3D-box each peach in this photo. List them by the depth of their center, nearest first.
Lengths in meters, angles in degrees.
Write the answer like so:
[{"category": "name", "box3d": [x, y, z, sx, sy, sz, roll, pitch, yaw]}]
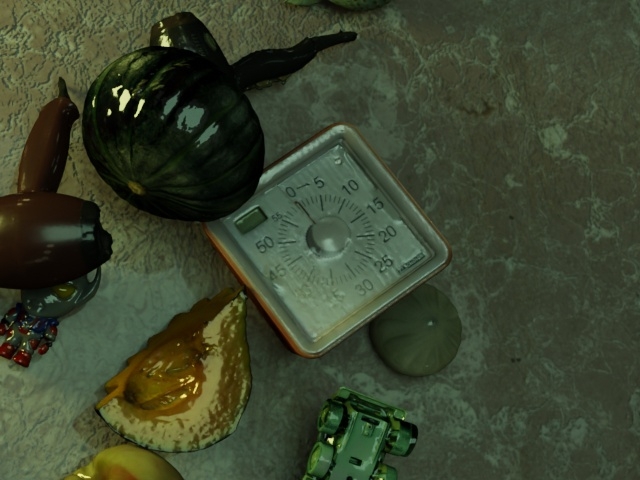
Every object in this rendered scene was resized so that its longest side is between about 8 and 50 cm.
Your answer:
[{"category": "peach", "box3d": [-0.245, 0.353, 1.615, 0.184, 0.184, 0.184, 4, 76, -18]}]

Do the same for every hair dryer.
[{"category": "hair dryer", "box3d": [-0.413, -0.086, 1.696, 0.313, 0.123, 0.340, -1, 54, 8]}, {"category": "hair dryer", "box3d": [-0.064, -0.215, 1.860, 0.359, 0.120, 0.303, -27, 96, -31]}]

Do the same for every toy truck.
[{"category": "toy truck", "box3d": [0.022, 0.337, 1.735, 0.128, 0.135, 0.259, 21, 79, -13]}]

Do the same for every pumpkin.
[{"category": "pumpkin", "box3d": [-0.180, -0.138, 1.652, 0.216, 0.250, 0.250, -38, 91, -28]}, {"category": "pumpkin", "box3d": [-0.171, 0.188, 1.705, 0.254, 0.130, 0.149, -42, 100, -20]}]

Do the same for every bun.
[{"category": "bun", "box3d": [0.145, 0.123, 1.842, 0.138, 0.094, 0.138, 5, 72, -17]}]

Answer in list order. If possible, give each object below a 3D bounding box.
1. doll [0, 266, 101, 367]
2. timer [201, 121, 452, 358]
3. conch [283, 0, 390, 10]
[{"category": "doll", "box3d": [-0.361, 0.072, 1.699, 0.104, 0.062, 0.194, 18, 73, 31]}, {"category": "timer", "box3d": [0.000, 0.000, 1.767, 0.257, 0.161, 0.250, -35, 93, -14]}, {"category": "conch", "box3d": [0.039, -0.420, 1.910, 0.200, 0.131, 0.172, -23, 87, -23]}]
